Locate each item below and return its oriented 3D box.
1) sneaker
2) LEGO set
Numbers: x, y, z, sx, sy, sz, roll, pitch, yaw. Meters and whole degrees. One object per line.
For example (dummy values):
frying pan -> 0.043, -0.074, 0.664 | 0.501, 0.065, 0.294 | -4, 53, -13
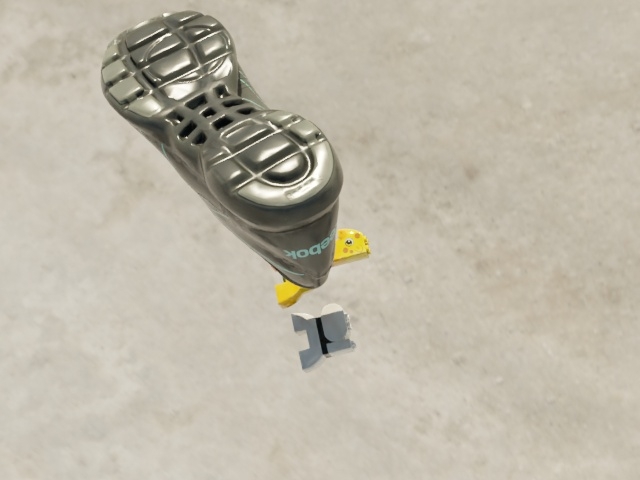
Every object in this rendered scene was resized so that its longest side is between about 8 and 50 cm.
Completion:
sneaker -> -0.072, -0.065, 0.882 | 0.101, 0.106, 0.267 | -29, 48, -12
LEGO set -> 0.000, 0.000, 1.212 | 0.093, 0.087, 0.227 | -14, 71, 8
